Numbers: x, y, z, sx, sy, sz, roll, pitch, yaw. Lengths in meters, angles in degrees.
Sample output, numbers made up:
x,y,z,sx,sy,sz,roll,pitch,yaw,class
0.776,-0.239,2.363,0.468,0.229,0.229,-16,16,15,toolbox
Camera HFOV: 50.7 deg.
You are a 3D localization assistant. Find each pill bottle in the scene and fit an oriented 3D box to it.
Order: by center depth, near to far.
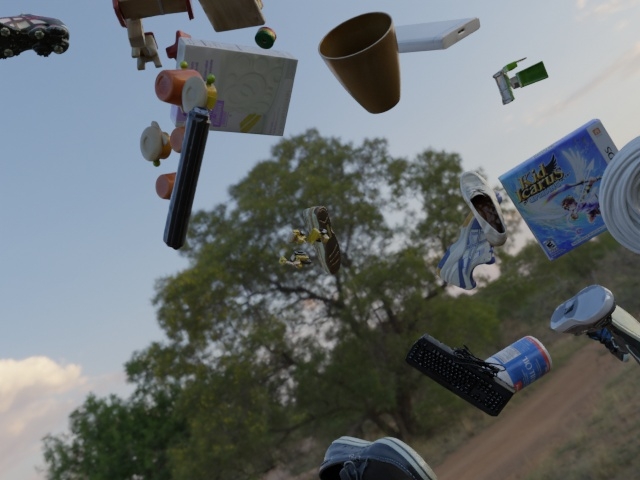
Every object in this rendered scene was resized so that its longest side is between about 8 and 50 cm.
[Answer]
x,y,z,sx,sy,sz,roll,pitch,yaw,class
0.551,0.381,1.968,0.221,0.124,0.124,-28,-15,-13,pill bottle

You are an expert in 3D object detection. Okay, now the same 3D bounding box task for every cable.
x,y,z,sx,sy,sz,roll,pitch,yaw,class
0.672,-0.093,1.292,0.257,0.257,0.089,-15,14,30,cable

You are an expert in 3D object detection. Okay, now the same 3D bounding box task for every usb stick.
x,y,z,sx,sy,sz,roll,pitch,yaw,class
-0.256,-0.116,1.288,0.045,0.077,0.278,11,-68,-12,usb stick

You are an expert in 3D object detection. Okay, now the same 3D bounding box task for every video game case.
x,y,z,sx,sy,sz,roll,pitch,yaw,class
0.616,-0.122,1.649,0.269,0.244,0.061,-33,6,14,video game case

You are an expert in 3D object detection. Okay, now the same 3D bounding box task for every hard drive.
x,y,z,sx,sy,sz,roll,pitch,yaw,class
0.343,-0.710,2.355,0.353,0.047,0.233,10,37,45,hard drive

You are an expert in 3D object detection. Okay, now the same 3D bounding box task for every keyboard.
x,y,z,sx,sy,sz,roll,pitch,yaw,class
0.248,0.235,1.196,0.100,0.192,0.038,-65,-11,25,keyboard

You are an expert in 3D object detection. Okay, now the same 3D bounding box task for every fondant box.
x,y,z,sx,sy,sz,roll,pitch,yaw,class
-0.250,-0.435,1.939,0.330,0.096,0.238,1,-62,-24,fondant box

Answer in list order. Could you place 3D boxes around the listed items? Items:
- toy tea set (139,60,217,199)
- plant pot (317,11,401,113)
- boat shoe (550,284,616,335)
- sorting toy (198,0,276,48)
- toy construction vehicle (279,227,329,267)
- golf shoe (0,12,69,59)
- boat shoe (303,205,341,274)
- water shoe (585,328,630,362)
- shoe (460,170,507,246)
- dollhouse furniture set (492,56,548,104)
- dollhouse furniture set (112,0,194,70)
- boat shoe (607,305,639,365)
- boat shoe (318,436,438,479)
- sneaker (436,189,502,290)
x,y,z,sx,sy,sz,roll,pitch,yaw,class
-0.325,-0.259,1.629,0.124,0.200,0.336,-6,-55,-50,toy tea set
0.152,-0.523,2.063,0.237,0.237,0.254,-30,-52,2,plant pot
0.547,0.154,1.368,0.228,0.076,0.080,110,-178,-68,boat shoe
-0.201,-0.538,1.474,0.132,0.046,0.274,0,-38,26,sorting toy
-0.031,0.016,1.351,0.098,0.035,0.086,6,-59,-50,toy construction vehicle
-0.821,-0.558,1.820,0.273,0.120,0.105,-2,-47,-21,golf shoe
0.000,0.000,1.799,0.072,0.190,0.068,-4,15,36,boat shoe
0.791,0.268,1.903,0.080,0.203,0.073,-15,-47,-3,water shoe
0.418,-0.091,1.711,0.076,0.219,0.058,-22,-23,2,shoe
0.426,-0.345,1.444,0.058,0.076,0.151,-23,3,-2,dollhouse furniture set
-0.455,-0.637,1.898,0.201,0.152,0.374,-8,-10,-6,dollhouse furniture set
0.657,0.208,1.455,0.084,0.233,0.079,-16,-39,-47,boat shoe
0.152,0.670,1.942,0.156,0.187,0.500,-43,11,-30,boat shoe
0.453,0.003,1.915,0.296,0.131,0.112,-63,-18,17,sneaker
